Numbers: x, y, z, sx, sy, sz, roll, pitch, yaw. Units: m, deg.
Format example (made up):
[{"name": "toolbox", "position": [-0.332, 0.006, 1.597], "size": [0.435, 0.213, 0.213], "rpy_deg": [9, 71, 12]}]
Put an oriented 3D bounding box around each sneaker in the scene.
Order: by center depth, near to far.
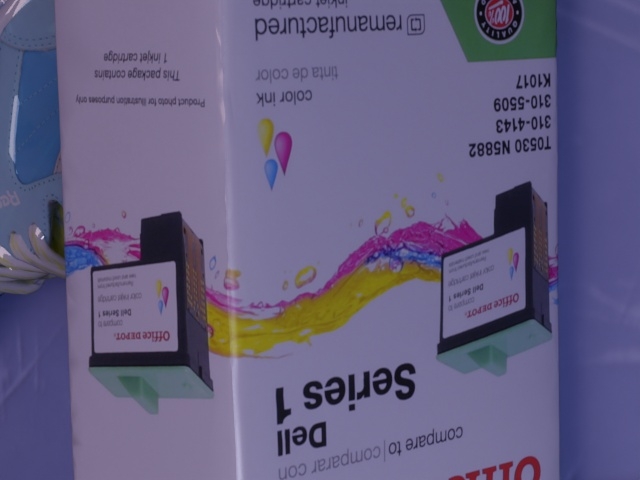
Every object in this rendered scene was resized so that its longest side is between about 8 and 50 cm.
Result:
[{"name": "sneaker", "position": [-0.135, -0.002, 1.018], "size": [0.208, 0.127, 0.319], "rpy_deg": [49, 122, 23]}]

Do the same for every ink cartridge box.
[{"name": "ink cartridge box", "position": [0.000, 0.000, 0.857], "size": [0.117, 0.201, 0.278], "rpy_deg": [5, 100, 46]}]
